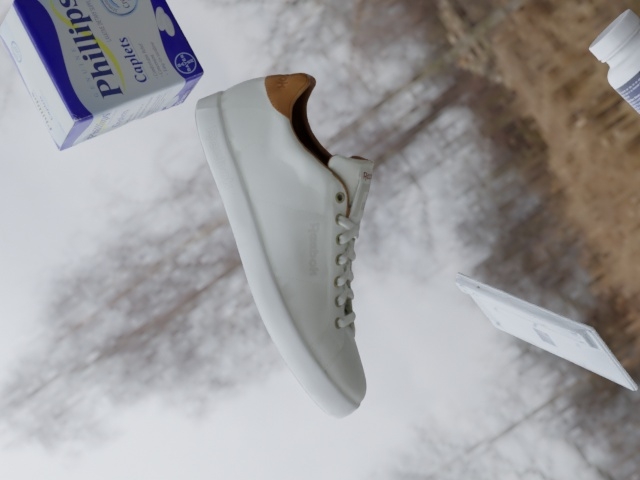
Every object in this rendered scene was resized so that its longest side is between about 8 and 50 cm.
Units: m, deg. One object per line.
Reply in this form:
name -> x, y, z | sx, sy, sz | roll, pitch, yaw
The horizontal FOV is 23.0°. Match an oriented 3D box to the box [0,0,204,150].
box -> -0.197, -0.169, 1.416 | 0.126, 0.137, 0.072 | 62, 153, 5

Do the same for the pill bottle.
pill bottle -> 0.413, -0.200, 1.931 | 0.169, 0.094, 0.094 | 44, -172, -4

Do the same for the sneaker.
sneaker -> 0.000, 0.000, 1.292 | 0.106, 0.123, 0.290 | -31, -79, -79

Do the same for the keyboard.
keyboard -> 0.193, 0.077, 1.386 | 0.072, 0.014, 0.256 | 45, 173, -21
